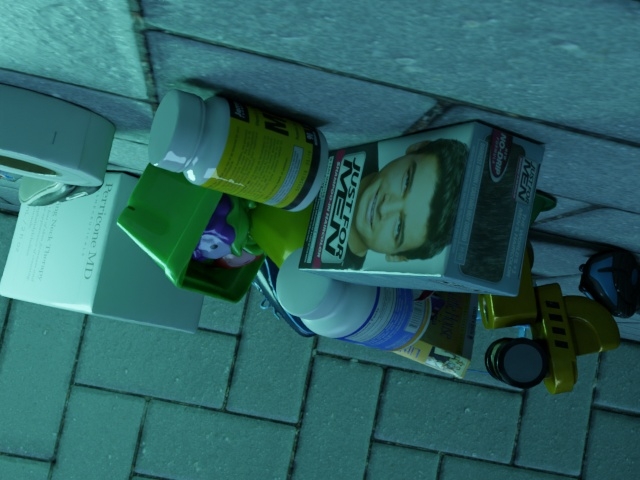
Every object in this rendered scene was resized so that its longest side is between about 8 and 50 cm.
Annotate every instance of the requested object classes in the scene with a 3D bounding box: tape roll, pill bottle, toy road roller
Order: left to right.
[{"bbox_3d":[-0.482,-0.169,1.408,0.286,0.100,0.286,12,173,1],"label":"tape roll"},{"bbox_3d":[-0.106,-0.116,1.117,0.209,0.119,0.119,15,173,-30],"label":"pill bottle"},{"bbox_3d":[0.054,0.094,1.446,0.152,0.152,0.272,6,170,41],"label":"pill bottle"},{"bbox_3d":[0.428,0.130,1.677,0.241,0.329,0.202,-10,173,2],"label":"toy road roller"}]

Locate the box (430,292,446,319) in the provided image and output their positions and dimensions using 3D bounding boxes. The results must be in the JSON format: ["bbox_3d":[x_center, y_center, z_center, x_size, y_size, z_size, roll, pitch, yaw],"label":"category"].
[{"bbox_3d":[0.111,0.065,1.833,0.293,0.057,0.201,21,-161,-47],"label":"box"}]

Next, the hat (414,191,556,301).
[{"bbox_3d":[0.262,0.018,1.360,0.173,0.183,0.208,11,174,-2],"label":"hat"}]

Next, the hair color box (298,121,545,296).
[{"bbox_3d":[0.116,-0.034,1.151,0.114,0.185,0.374,15,172,-27],"label":"hair color box"}]

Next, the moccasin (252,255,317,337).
[{"bbox_3d":[-0.089,0.049,1.787,0.138,0.341,0.117,-19,163,-31],"label":"moccasin"}]

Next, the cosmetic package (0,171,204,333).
[{"bbox_3d":[-0.509,0.023,2.126,0.394,0.329,0.327,5,171,40],"label":"cosmetic package"}]

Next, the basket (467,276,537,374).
[{"bbox_3d":[0.460,0.220,2.330,0.255,0.288,0.201,16,167,-30],"label":"basket"}]

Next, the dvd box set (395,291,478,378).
[{"bbox_3d":[0.145,0.136,1.958,0.421,0.062,0.307,21,-153,4],"label":"dvd box set"}]

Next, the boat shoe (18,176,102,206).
[{"bbox_3d":[-0.589,-0.124,1.952,0.096,0.112,0.335,21,166,-33],"label":"boat shoe"}]

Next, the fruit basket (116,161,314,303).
[{"bbox_3d":[-0.111,-0.015,1.529,0.392,0.282,0.392,28,178,1],"label":"fruit basket"}]

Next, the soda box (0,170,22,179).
[{"bbox_3d":[-0.617,-0.172,1.692,0.092,0.083,0.263,13,173,-25],"label":"soda box"}]

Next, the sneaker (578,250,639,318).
[{"bbox_3d":[0.576,0.093,1.753,0.140,0.125,0.341,9,173,34],"label":"sneaker"}]
